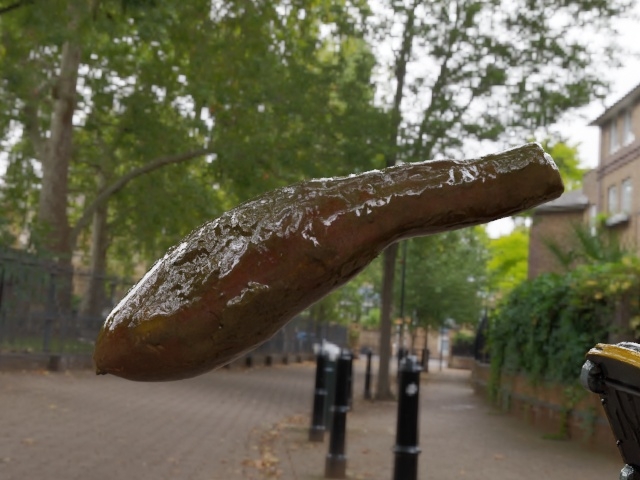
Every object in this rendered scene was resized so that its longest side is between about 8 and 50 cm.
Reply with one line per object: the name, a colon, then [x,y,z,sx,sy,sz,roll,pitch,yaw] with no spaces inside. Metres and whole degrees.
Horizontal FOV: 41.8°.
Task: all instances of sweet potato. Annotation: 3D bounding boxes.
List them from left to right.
sweet potato: [0.000,0.000,0.640,0.385,0.109,0.109,-26,-5,-5]

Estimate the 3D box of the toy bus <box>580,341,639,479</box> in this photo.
toy bus: [0.262,0.140,0.637,0.074,0.162,0.070,-35,24,-22]
